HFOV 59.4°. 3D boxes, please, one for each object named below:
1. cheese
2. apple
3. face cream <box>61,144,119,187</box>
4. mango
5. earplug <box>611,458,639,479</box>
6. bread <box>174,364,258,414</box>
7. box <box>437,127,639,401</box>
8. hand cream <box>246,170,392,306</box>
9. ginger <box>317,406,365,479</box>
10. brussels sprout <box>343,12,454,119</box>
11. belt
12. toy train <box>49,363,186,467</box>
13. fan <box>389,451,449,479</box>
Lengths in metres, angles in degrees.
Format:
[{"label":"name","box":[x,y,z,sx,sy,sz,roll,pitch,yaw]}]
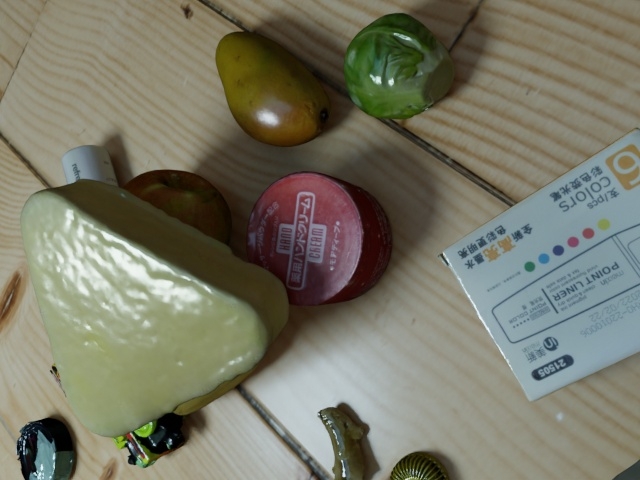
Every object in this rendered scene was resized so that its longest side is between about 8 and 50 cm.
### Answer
[{"label":"cheese","box":[-0.271,0.071,0.784,0.383,0.104,0.384,6,111,17]},{"label":"apple","box":[-0.242,-0.016,0.910,0.195,0.196,0.196,-2,86,27]},{"label":"face cream","box":[-0.403,-0.023,1.049,0.092,0.092,0.311,-26,76,24]},{"label":"mango","box":[-0.090,-0.240,0.885,0.138,0.113,0.253,-50,65,16]},{"label":"earplug","box":[0.444,0.380,0.455,0.312,0.312,0.394,-38,71,20]},{"label":"bread","box":[-0.184,0.183,0.913,0.217,0.098,0.147,-33,79,24]},{"label":"box","box":[0.315,0.032,0.667,0.274,0.091,0.221,-37,72,21]},{"label":"hand cream","box":[0.000,0.000,0.816,0.193,0.125,0.193,-3,84,28]},{"label":"ginger","box":[0.037,0.312,0.823,0.057,0.044,0.137,-25,73,43]},{"label":"brussels sprout","box":[0.103,-0.239,0.783,0.155,0.117,0.155,-8,75,33]},{"label":"belt","box":[-0.542,0.420,1.110,0.105,0.058,0.140,-31,69,16]},{"label":"toy train","box":[-0.354,0.272,1.000,0.296,0.100,0.161,44,113,22]},{"label":"fan","box":[0.109,0.361,0.783,0.155,0.039,0.082,-42,70,20]}]
